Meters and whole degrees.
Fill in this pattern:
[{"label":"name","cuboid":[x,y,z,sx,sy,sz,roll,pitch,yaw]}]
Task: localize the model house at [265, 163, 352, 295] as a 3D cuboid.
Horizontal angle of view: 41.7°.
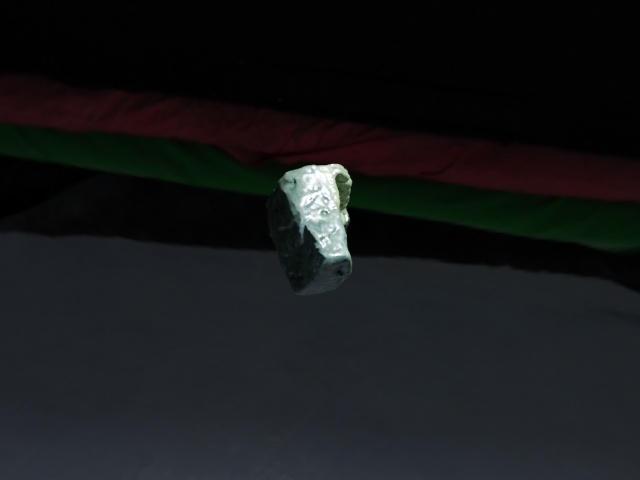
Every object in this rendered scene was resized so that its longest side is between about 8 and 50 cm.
[{"label":"model house","cuboid":[0.000,0.000,0.611,0.066,0.083,0.079,-8,-33,-19]}]
